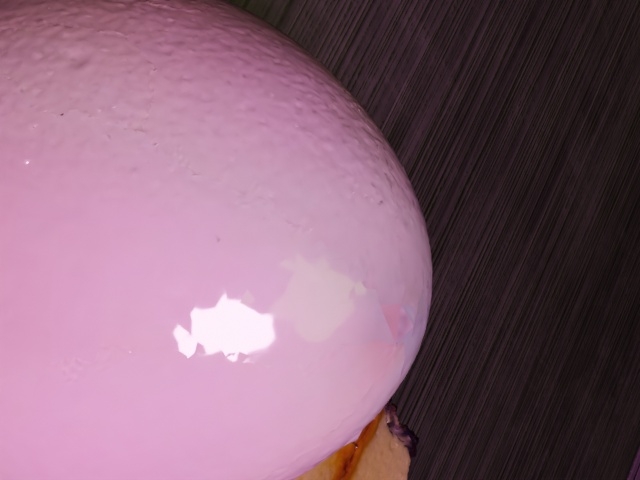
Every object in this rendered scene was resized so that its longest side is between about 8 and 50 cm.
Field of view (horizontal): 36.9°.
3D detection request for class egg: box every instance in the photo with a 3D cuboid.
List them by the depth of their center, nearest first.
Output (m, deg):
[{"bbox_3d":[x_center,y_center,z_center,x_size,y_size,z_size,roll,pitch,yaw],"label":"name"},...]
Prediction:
[{"bbox_3d":[-0.097,0.017,0.593,0.354,0.340,0.354,-21,117,-48],"label":"egg"}]

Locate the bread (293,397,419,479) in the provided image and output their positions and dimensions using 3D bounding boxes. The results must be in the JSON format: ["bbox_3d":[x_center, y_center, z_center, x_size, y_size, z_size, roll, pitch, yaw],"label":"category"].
[{"bbox_3d":[-0.099,0.251,0.843,0.345,0.242,0.405,71,30,-42],"label":"bread"}]
